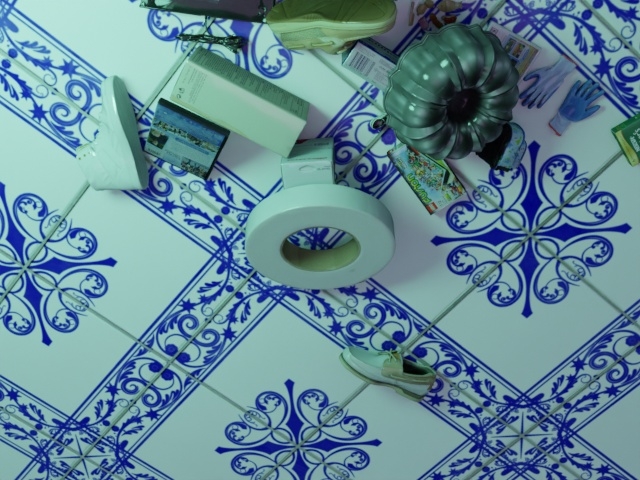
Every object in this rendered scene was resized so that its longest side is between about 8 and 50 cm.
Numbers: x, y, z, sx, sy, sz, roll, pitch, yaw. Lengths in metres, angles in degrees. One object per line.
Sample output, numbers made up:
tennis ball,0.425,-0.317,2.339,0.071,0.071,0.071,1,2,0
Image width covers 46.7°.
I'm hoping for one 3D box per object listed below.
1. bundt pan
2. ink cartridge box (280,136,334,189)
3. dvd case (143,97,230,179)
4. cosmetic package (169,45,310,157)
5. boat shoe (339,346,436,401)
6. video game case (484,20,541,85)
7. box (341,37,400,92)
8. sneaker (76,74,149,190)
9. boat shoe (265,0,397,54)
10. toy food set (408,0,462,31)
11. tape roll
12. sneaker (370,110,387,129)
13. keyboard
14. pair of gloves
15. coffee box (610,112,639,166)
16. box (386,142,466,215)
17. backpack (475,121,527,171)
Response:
bundt pan,0.317,-0.324,1.712,0.331,0.124,0.330,-11,129,-15
ink cartridge box,-0.029,-0.193,1.846,0.128,0.175,0.072,-3,116,4
dvd case,-0.335,-0.244,1.834,0.180,0.022,0.253,25,153,-11
cosmetic package,-0.188,-0.336,1.790,0.310,0.160,0.113,27,115,-10
boat shoe,0.199,0.367,2.165,0.302,0.113,0.103,25,114,-22
video game case,0.432,-0.429,1.800,0.143,0.019,0.157,25,114,-11
box,0.120,-0.422,1.747,0.126,0.137,0.072,29,113,-12
sneaker,-0.550,-0.260,1.869,0.169,0.108,0.292,-4,109,11
boat shoe,0.035,-0.483,1.665,0.341,0.121,0.110,13,148,39
toy food set,0.269,-0.533,1.755,0.122,0.019,0.077,2,117,-8
tape roll,0.000,0.000,1.907,0.392,0.072,0.392,-1,146,-1
sneaker,0.162,-0.305,1.861,0.083,0.037,0.032,-37,108,17
keyboard,-0.268,-0.553,1.754,0.317,0.033,0.201,8,110,-1
pair of gloves,0.592,-0.359,1.829,0.198,0.023,0.159,36,112,-16
coffee box,0.836,-0.276,1.851,0.184,0.040,0.113,-29,112,15
box,0.276,-0.176,1.923,0.114,0.036,0.207,-33,111,17
backpack,0.460,-0.239,1.851,0.084,0.105,0.114,7,118,-27
